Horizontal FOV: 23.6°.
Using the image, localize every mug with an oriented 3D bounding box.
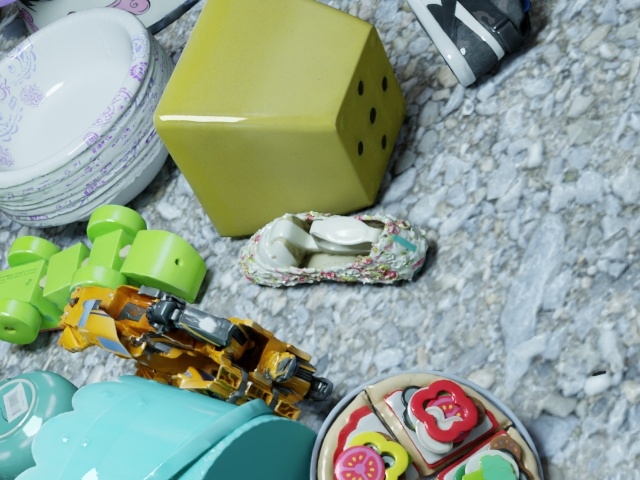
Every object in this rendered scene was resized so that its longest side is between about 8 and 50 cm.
[{"bbox_3d":[-0.313,0.203,1.631,0.157,0.097,0.129,0,54,37],"label":"mug"}]

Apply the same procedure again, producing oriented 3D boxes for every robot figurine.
[{"bbox_3d":[-0.123,0.114,1.501,0.291,0.211,0.085,9,71,50],"label":"robot figurine"}]

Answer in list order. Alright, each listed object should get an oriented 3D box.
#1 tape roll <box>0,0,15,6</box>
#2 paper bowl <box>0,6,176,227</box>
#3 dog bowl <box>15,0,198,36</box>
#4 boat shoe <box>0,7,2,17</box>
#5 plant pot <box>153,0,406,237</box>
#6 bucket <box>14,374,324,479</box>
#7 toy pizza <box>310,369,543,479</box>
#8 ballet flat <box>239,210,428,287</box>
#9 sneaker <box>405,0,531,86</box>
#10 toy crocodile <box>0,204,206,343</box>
[{"bbox_3d":[-0.416,-0.441,2.074,0.275,0.090,0.275,-22,43,22],"label":"tape roll"},{"bbox_3d":[-0.294,-0.138,1.889,0.284,0.148,0.284,-21,43,21],"label":"paper bowl"},{"bbox_3d":[-0.291,-0.456,2.176,0.408,0.150,0.408,-20,45,21],"label":"dog bowl"},{"bbox_3d":[-0.543,-0.308,2.304,0.152,0.056,0.049,-47,46,-8],"label":"boat shoe"},{"bbox_3d":[-0.026,-0.139,1.658,0.187,0.212,0.212,4,56,25],"label":"plant pot"},{"bbox_3d":[-0.118,0.256,1.315,0.183,0.281,0.281,4,57,35],"label":"bucket"},{"bbox_3d":[0.092,0.198,1.293,0.201,0.032,0.201,3,61,-6],"label":"toy pizza"},{"bbox_3d":[0.000,0.000,1.590,0.241,0.077,0.091,-4,62,35],"label":"ballet flat"},{"bbox_3d":[0.167,-0.270,1.721,0.121,0.079,0.217,-31,49,5],"label":"sneaker"},{"bbox_3d":[-0.282,0.052,1.756,0.340,0.105,0.115,-17,45,31],"label":"toy crocodile"}]
